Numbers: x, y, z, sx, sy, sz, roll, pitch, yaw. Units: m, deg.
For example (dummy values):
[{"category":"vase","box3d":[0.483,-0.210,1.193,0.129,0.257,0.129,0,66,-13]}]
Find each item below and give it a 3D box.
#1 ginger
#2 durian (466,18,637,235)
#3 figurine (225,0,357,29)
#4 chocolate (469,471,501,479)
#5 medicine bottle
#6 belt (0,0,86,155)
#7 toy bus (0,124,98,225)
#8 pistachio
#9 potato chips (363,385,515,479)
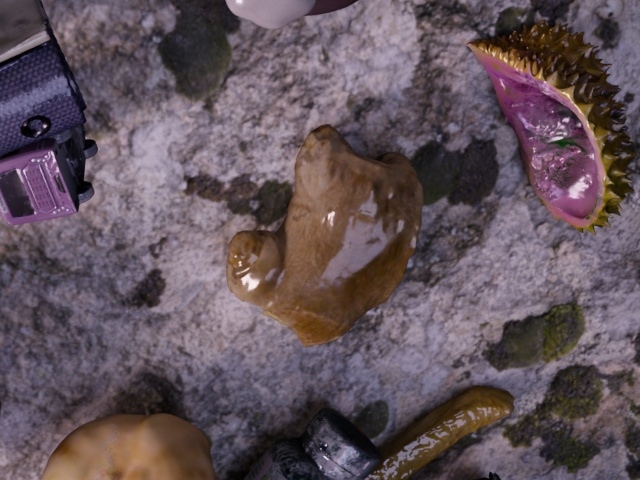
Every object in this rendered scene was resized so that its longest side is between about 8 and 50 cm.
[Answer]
[{"category":"ginger","box3d":[0.000,0.000,1.376,0.221,0.130,0.275,2,106,-10]},{"category":"durian","box3d":[0.315,-0.132,1.416,0.154,0.186,0.260,-27,131,1]},{"category":"figurine","box3d":[-0.002,-0.401,1.161,0.218,0.206,0.365,0,111,-34]},{"category":"chocolate","box3d":[0.151,0.469,1.562,0.213,0.303,0.303,-7,115,3]},{"category":"medicine bottle","box3d":[-0.050,0.356,1.497,0.141,0.141,0.293,35,97,-27]},{"category":"belt","box3d":[-0.319,-0.188,1.136,0.126,0.230,0.139,-22,148,-7]},{"category":"toy bus","box3d":[-0.292,-0.094,1.208,0.098,0.178,0.087,-15,121,1]},{"category":"pistachio","box3d":[-0.236,0.348,1.391,0.238,0.229,0.321,-11,129,-59]},{"category":"potato chips","box3d":[0.090,0.321,1.577,0.407,0.057,0.080,-39,115,0]}]
